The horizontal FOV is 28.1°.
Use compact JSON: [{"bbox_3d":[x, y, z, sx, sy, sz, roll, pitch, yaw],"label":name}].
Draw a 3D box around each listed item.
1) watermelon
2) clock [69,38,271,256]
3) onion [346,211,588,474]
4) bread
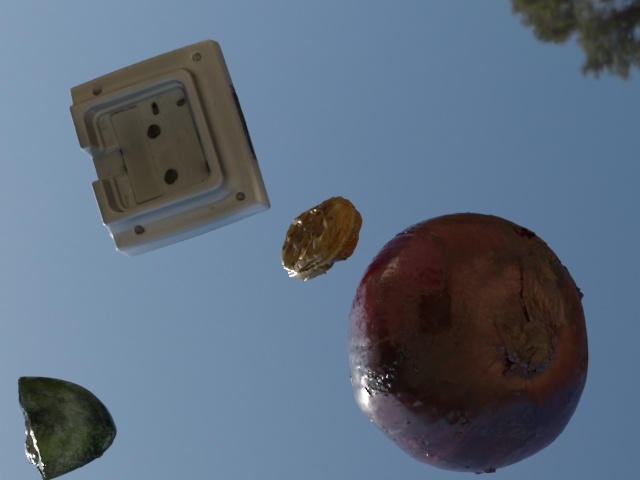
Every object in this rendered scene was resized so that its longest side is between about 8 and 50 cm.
[{"bbox_3d":[-0.188,0.141,0.925,0.061,0.085,0.085,-37,-138,27],"label":"watermelon"},{"bbox_3d":[-0.220,-0.133,1.816,0.231,0.116,0.262,-19,-96,9],"label":"clock"},{"bbox_3d":[0.157,0.106,1.345,0.276,0.276,0.276,-12,-131,14],"label":"onion"},{"bbox_3d":[0.000,0.000,1.416,0.111,0.044,0.083,-30,-141,40],"label":"bread"}]
